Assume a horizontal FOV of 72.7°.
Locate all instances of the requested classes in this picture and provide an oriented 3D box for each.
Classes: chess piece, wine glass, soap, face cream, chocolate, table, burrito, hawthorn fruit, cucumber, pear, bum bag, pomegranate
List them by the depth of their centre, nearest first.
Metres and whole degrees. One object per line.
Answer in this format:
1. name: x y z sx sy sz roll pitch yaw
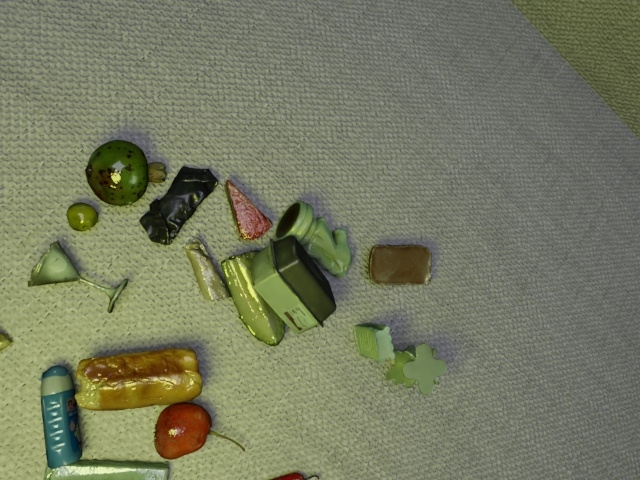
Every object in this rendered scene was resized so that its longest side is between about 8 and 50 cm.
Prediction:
1. face cream: -0.726 0.483 1.214 0.083 0.149 0.264 -9 81 -22
2. wine glass: -0.704 0.117 1.286 0.232 0.156 0.156 29 74 -17
3. hawthorn fruit: -0.355 0.582 1.314 0.285 0.165 0.165 16 77 -14
4. pear: -0.729 -0.076 1.332 0.092 0.092 0.097 -22 72 -20
5. pomegranate: -0.599 -0.209 1.353 0.248 0.202 0.202 -4 82 -46
6. burrito: -0.377 0.104 1.430 0.087 0.060 0.226 -25 91 -20
7. bum bag: -0.466 -0.126 1.430 0.137 0.074 0.310 31 67 2
8. cucumber: -0.217 0.194 1.448 0.105 0.145 0.325 -23 92 25
9. soap: 0.182 0.348 1.500 0.063 0.198 0.115 -10 84 -16
10. table: 0.316 0.438 1.528 0.166 0.198 0.167 3 81 -18
11. chess piece: 0.000 0.000 1.536 0.298 0.176 0.176 33 73 -24
12. chocolate: 0.290 0.086 1.636 0.261 0.083 0.161 4 98 -17

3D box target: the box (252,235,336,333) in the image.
1. box: -0.085 0.138 1.394 0.166 0.220 0.290 -32 118 7

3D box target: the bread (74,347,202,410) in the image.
1. bread: -0.521 0.414 1.270 0.344 0.195 0.149 -2 62 -18

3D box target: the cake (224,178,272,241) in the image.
1. cake: -0.279 -0.087 1.477 0.220 0.086 0.117 44 69 -8

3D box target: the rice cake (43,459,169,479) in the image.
1. rice cake: -0.616 0.678 1.264 0.336 0.063 0.066 11 75 -16

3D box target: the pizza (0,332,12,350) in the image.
1. pizza: -1.050 0.269 1.177 0.268 0.087 0.258 -39 99 -18

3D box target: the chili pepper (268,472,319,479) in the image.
1. chili pepper: -0.131 0.796 1.413 0.268 0.059 0.050 -7 46 -16
